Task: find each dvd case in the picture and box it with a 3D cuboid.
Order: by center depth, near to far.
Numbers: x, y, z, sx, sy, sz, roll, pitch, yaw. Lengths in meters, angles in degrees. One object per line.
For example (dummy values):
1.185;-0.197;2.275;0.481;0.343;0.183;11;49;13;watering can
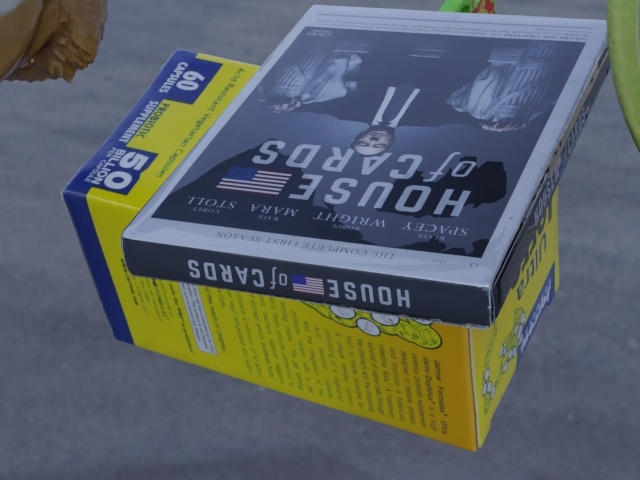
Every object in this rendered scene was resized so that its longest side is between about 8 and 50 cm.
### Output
0.034;-0.049;0.717;0.179;0.030;0.239;7;37;22;dvd case

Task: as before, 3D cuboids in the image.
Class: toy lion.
0.122;-0.179;1.242;0.034;0.100;0.096;24;71;24;toy lion

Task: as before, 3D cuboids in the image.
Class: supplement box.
0.000;0.000;1.207;0.356;0.195;0.194;14;51;22;supplement box

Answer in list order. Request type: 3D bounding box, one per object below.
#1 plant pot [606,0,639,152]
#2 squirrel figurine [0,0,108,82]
0.266;-0.056;0.471;0.276;0.276;0.254;1;25;-9;plant pot
-0.363;-0.234;1.049;0.370;0.281;0.397;10;0;20;squirrel figurine
